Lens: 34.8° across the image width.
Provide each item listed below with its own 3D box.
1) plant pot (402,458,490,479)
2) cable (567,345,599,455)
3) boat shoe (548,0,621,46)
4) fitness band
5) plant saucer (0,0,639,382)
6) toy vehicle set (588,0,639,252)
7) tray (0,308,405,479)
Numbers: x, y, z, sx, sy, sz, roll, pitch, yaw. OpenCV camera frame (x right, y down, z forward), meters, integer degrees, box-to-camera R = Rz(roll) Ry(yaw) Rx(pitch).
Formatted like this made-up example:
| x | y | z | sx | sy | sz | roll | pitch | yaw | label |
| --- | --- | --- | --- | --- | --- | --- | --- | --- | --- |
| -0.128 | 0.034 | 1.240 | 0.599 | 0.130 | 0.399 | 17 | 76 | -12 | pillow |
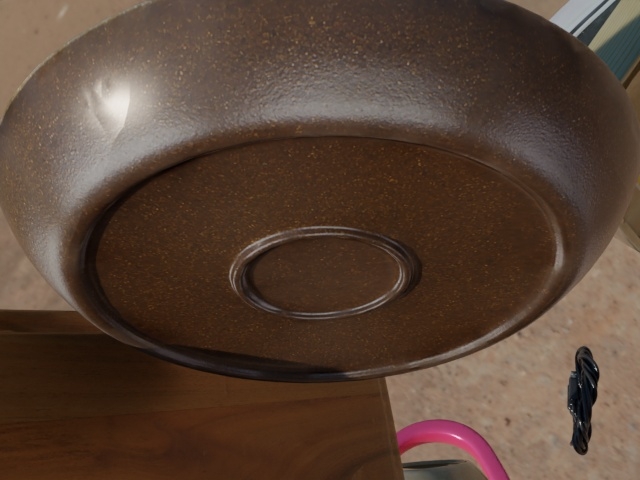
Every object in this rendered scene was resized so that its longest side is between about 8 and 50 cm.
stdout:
| x | y | z | sx | sy | sz | roll | pitch | yaw | label |
| --- | --- | --- | --- | --- | --- | --- | --- | --- | --- |
| 0.129 | 0.368 | 1.237 | 0.284 | 0.284 | 0.190 | -12 | 79 | 37 | plant pot |
| 0.461 | 0.280 | 1.776 | 0.047 | 0.150 | 0.184 | 7 | 62 | 6 | cable |
| 0.297 | -0.184 | 0.966 | 0.335 | 0.121 | 0.119 | -53 | 48 | 24 | boat shoe |
| 0.193 | 0.403 | 1.570 | 0.209 | 0.054 | 0.291 | -24 | 45 | -2 | fitness band |
| 0.000 | 0.000 | 0.494 | 0.311 | 0.311 | 0.050 | -24 | 52 | 30 | plant saucer |
| 0.260 | -0.096 | 0.799 | 0.035 | 0.267 | 0.166 | 38 | 95 | 32 | toy vehicle set |
| -0.089 | 0.149 | 0.647 | 0.076 | 0.411 | 0.202 | -19 | 75 | 35 | tray |
